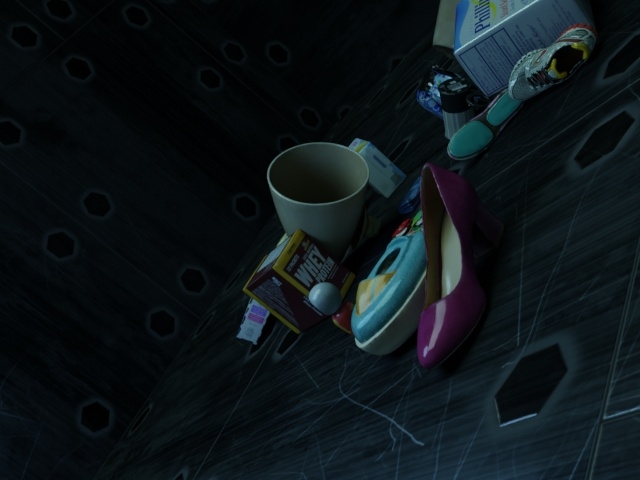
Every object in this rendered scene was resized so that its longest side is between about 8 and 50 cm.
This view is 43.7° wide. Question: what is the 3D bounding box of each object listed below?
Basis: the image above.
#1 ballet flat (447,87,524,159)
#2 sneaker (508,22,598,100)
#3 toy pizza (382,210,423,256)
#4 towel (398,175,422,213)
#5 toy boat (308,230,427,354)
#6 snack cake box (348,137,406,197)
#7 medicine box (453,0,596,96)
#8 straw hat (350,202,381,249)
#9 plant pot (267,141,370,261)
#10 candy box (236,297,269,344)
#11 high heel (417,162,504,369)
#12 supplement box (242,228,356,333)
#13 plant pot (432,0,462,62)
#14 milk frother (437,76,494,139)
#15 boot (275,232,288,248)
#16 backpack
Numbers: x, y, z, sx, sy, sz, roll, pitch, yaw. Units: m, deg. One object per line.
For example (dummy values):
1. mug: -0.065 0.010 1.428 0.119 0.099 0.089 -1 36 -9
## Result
1. ballet flat: 0.383 -0.263 1.847 0.221 0.077 0.079 -45 -8 1
2. sneaker: 0.489 -0.374 1.716 0.225 0.088 0.093 -40 16 44
3. toy pizza: 0.197 -0.007 1.813 0.201 0.032 0.201 -48 11 12
4. towel: 0.241 -0.122 2.029 0.119 0.029 0.067 -55 11 -24
5. toy boat: 0.099 0.105 1.521 0.318 0.148 0.268 -34 19 55
6. snack cake box: 0.153 -0.221 2.401 0.089 0.152 0.264 -49 11 3
7. medicine box: 0.473 -0.522 1.875 0.289 0.149 0.264 -28 30 30
8. straw hat: 0.126 -0.037 2.103 0.144 0.061 0.145 -169 90 -80
9. plant pot: 0.001 -0.070 2.074 0.257 0.256 0.274 -60 -24 -42
10. candy box: -0.181 0.190 2.433 0.165 0.070 0.196 -77 9 -68
11. high heel: 0.185 0.035 1.317 0.127 0.181 0.377 -41 14 41
12. supplement box: -0.055 0.108 2.023 0.194 0.191 0.129 -37 17 52
13. plant pot: 0.467 -0.653 2.296 0.323 0.323 0.281 -127 60 -79
14. milk frother: 0.359 -0.309 1.944 0.129 0.135 0.143 -8 37 12
15. boot: -0.029 0.008 2.265 0.203 0.095 0.262 44 111 51
16. backpack: 0.355 -0.380 2.138 0.117 0.158 0.173 -57 21 8
